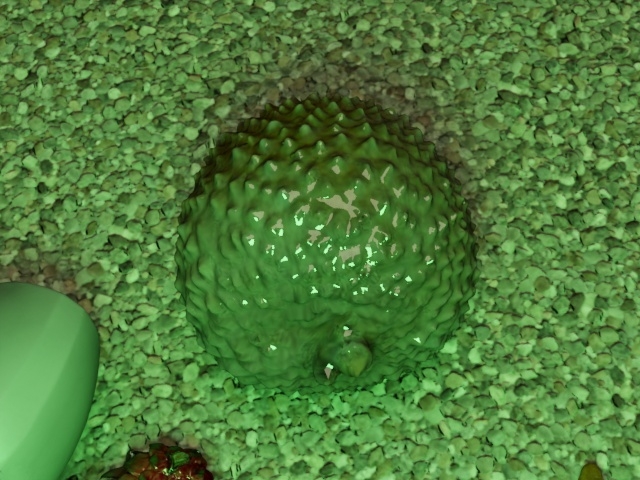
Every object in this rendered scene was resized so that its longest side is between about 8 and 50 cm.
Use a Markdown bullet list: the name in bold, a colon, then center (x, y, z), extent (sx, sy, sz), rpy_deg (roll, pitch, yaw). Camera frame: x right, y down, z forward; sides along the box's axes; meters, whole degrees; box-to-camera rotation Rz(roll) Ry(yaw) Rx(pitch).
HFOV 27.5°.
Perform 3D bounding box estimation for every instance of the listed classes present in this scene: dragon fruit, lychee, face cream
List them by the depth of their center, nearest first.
- **face cream**: center (-0.415, 0.234, 1.540), extent (0.219, 0.312, 0.357), rpy_deg (39, 54, -17)
- **dragon fruit**: center (-0.197, 0.306, 1.595), extent (0.142, 0.130, 0.121), rpy_deg (-8, 64, 44)
- **lychee**: center (0.000, 0.000, 1.610), extent (0.380, 0.380, 0.432), rpy_deg (-9, 48, -2)

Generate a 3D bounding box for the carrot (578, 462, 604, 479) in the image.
- **carrot**: center (0.330, 0.339, 1.600), extent (0.048, 0.048, 0.139), rpy_deg (0, 61, 2)
